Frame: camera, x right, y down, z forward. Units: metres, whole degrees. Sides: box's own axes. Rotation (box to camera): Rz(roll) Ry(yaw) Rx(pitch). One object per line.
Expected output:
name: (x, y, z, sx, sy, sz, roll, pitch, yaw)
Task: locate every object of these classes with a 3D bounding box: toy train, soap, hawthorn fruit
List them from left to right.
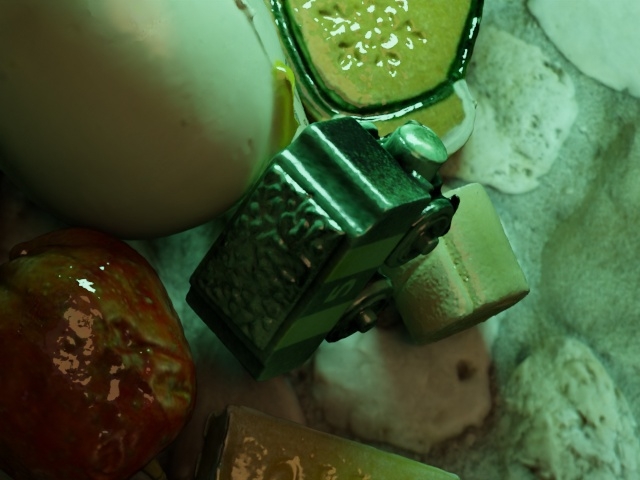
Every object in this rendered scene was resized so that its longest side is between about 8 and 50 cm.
hawthorn fruit: (-0.244, 0.123, 1.730, 0.258, 0.258, 0.262, -26, 66, -25)
toy train: (0.000, 0.000, 1.833, 0.167, 0.299, 0.238, 46, 29, 18)
soap: (0.000, 0.292, 1.871, 0.274, 0.089, 0.173, 19, 69, -17)

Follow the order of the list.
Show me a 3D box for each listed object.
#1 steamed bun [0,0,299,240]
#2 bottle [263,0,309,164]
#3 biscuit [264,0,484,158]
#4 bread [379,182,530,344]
steamed bun: (-0.203, -0.180, 1.787, 0.334, 0.334, 0.374, -43, 111, -25)
bottle: (-0.086, -0.172, 1.964, 0.110, 0.097, 0.209, -21, 82, 4)
biscuit: (0.073, -0.242, 2.064, 0.287, 0.057, 0.344, -19, 83, -25)
bread: (0.141, 0.027, 1.975, 0.148, 0.134, 0.141, -15, 78, -39)
